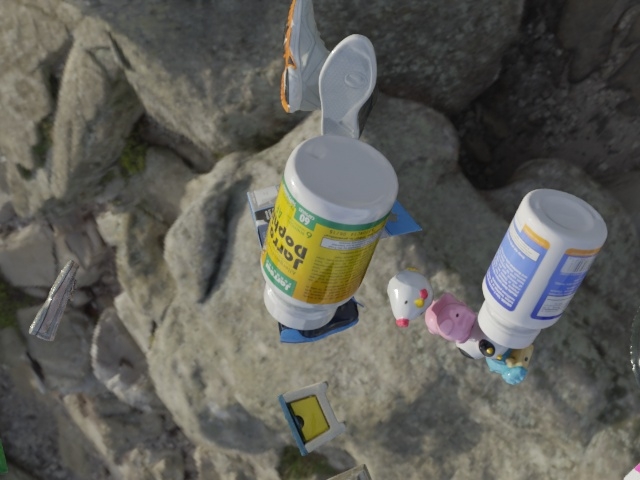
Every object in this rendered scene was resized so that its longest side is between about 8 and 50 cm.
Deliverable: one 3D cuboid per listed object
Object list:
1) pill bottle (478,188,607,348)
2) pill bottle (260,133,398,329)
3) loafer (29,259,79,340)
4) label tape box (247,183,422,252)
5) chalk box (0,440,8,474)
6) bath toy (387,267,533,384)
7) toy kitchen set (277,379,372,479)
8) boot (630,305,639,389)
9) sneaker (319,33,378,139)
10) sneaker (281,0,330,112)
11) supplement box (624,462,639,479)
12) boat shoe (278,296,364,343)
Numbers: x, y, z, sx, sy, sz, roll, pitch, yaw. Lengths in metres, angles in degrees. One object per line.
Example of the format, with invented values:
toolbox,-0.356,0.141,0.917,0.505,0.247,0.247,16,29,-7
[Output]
pill bottle,0.377,0.058,1.470,0.152,0.152,0.272,33,130,18
pill bottle,0.000,0.000,0.892,0.117,0.117,0.208,36,138,16
loafer,-0.394,0.092,1.265,0.039,0.125,0.045,31,167,-20
label tape box,0.022,-0.066,1.800,0.333,0.241,0.106,-14,112,-5
chalk box,-0.661,0.353,1.353,0.180,0.288,0.179,51,132,44
bath toy,0.292,0.185,1.789,0.348,0.129,0.151,31,138,-18
toy kitchen set,-0.022,0.265,0.982,0.122,0.207,0.166,-24,84,2
boot,0.552,0.110,1.153,0.207,0.246,0.094,-16,119,41
sneaker,0.062,-0.316,1.618,0.104,0.147,0.296,16,147,5
sneaker,-0.018,-0.402,1.803,0.099,0.121,0.263,180,93,-77
supplement box,0.675,0.454,1.482,0.220,0.114,0.111,11,134,-11
boat shoe,0.007,0.101,1.336,0.109,0.258,0.089,-5,92,13
